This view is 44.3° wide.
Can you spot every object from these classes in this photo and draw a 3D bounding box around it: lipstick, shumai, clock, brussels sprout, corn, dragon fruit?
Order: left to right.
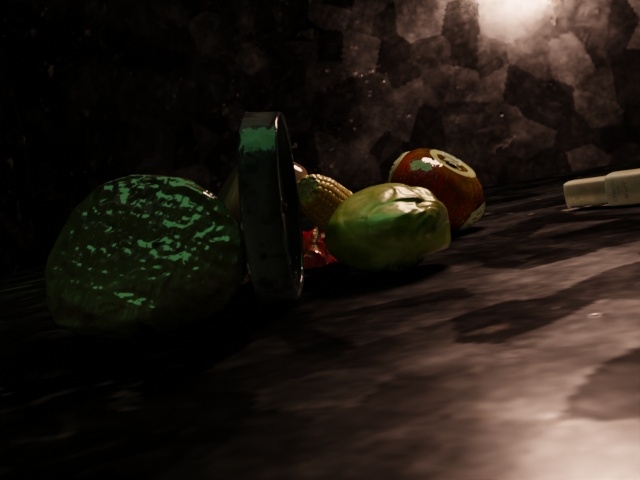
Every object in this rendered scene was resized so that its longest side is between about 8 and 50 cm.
[{"bbox_3d":[-0.261,0.059,1.329,0.330,0.291,0.288,-4,-30,8],"label":"shumai"},{"bbox_3d":[-0.079,-0.055,1.304,0.067,0.324,0.325,-5,5,4],"label":"clock"},{"bbox_3d":[0.000,0.000,1.745,0.153,0.110,0.153,-9,1,0],"label":"dragon fruit"},{"bbox_3d":[0.045,-0.049,1.575,0.106,0.106,0.305,-8,-25,30],"label":"corn"},{"bbox_3d":[0.115,-0.019,1.391,0.223,0.161,0.223,-18,3,1],"label":"brussels sprout"},{"bbox_3d":[0.665,-0.115,1.760,0.078,0.078,0.253,-16,5,-33],"label":"lipstick"}]

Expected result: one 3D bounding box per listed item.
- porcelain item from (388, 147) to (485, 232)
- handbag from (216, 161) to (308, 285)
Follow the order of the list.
[{"bbox_3d":[0.262,-0.092,1.884,0.253,0.252,0.253,-11,5,1],"label":"porcelain item"},{"bbox_3d":[-0.158,-0.020,1.604,0.149,0.283,0.302,28,-29,-13],"label":"handbag"}]
